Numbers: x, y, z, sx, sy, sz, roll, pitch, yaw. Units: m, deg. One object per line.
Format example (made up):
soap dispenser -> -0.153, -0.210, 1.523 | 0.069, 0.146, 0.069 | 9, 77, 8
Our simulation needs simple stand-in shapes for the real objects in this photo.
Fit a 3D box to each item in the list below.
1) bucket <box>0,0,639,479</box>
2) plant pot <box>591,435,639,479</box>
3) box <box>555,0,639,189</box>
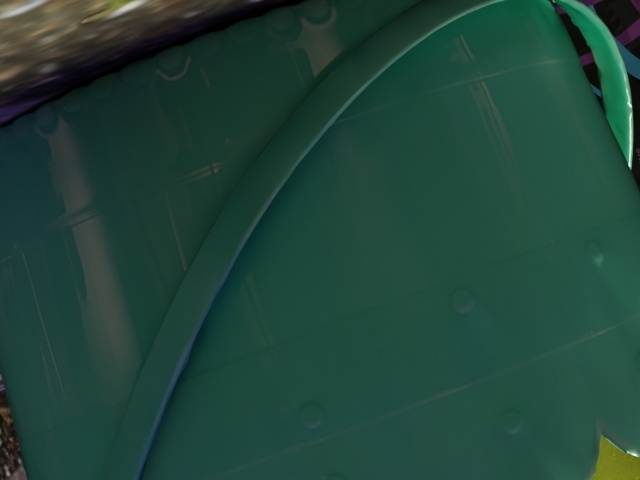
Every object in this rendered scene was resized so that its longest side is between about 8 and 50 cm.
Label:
bucket -> 0.004, 0.021, 0.675 | 0.281, 0.183, 0.281 | -21, 178, -1
plant pot -> 0.086, 0.087, 1.294 | 0.275, 0.293, 0.275 | -22, 179, 0
box -> 0.149, -0.060, 0.788 | 0.162, 0.116, 0.029 | -22, 171, 28
